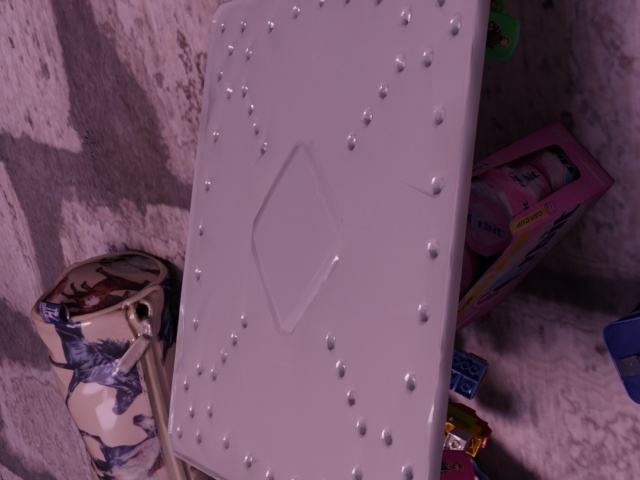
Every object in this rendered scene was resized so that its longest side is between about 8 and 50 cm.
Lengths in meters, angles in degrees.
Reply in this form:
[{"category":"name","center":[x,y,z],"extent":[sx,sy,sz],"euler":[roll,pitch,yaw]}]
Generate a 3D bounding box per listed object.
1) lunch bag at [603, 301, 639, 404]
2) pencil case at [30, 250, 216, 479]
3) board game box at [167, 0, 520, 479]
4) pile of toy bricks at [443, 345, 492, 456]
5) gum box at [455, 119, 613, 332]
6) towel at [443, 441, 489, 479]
[{"category":"lunch bag","center":[0.240,0.069,0.744],"extent":[0.098,0.065,0.067],"euler":[-25,92,56]},{"category":"pencil case","center":[-0.205,0.225,1.334],"extent":[0.183,0.160,0.410],"euler":[22,130,62]},{"category":"board game box","center":[0.000,0.000,0.830],"extent":[0.390,0.050,0.390],"euler":[5,89,61]},{"category":"pile of toy bricks","center":[0.062,0.085,0.959],"extent":[0.212,0.105,0.118],"euler":[26,104,19]},{"category":"gum box","center":[0.117,0.001,0.819],"extent":[0.062,0.107,0.188],"euler":[52,144,15]},{"category":"towel","center":[0.090,0.261,1.038],"extent":[0.336,0.040,0.243],"euler":[49,145,36]}]
